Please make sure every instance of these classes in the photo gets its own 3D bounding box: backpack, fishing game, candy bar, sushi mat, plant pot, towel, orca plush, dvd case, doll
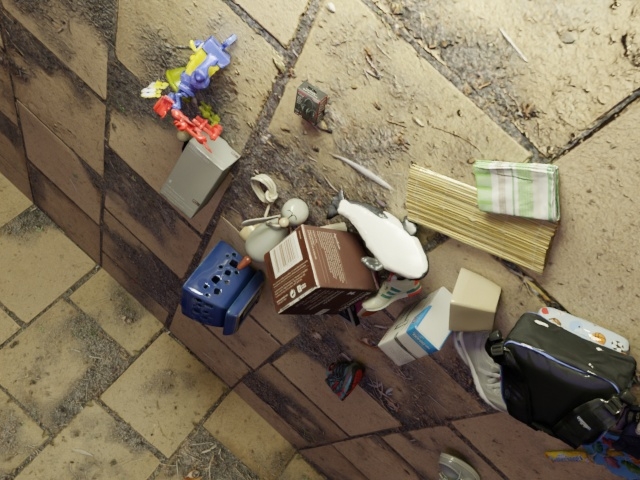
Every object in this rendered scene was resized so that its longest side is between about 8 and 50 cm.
[{"bbox_3d":[0.500,0.289,1.164,0.276,0.213,0.263,28,138,34],"label":"backpack"},{"bbox_3d":[0.725,0.533,1.361,0.264,0.041,0.189,50,150,-11],"label":"fishing game"},{"bbox_3d":[0.664,0.580,1.496,0.040,0.018,0.161,44,152,0],"label":"candy bar"},{"bbox_3d":[0.318,-0.045,1.145,0.316,0.019,0.151,26,144,26],"label":"sushi mat"},{"bbox_3d":[0.351,0.143,1.262,0.096,0.109,0.109,12,138,21],"label":"plant pot"},{"bbox_3d":[0.358,-0.090,1.026,0.152,0.023,0.113,10,127,38],"label":"towel"},{"bbox_3d":[-0.333,0.180,1.950,0.212,0.236,0.236,31,147,6],"label":"plant pot"},{"bbox_3d":[0.141,0.000,1.325,0.287,0.151,0.102,25,176,22],"label":"orca plush"},{"bbox_3d":[0.026,0.129,1.631,0.179,0.029,0.239,27,144,45],"label":"dvd case"},{"bbox_3d":[-0.364,-0.242,1.645,0.129,0.046,0.189,-11,120,45],"label":"doll"}]

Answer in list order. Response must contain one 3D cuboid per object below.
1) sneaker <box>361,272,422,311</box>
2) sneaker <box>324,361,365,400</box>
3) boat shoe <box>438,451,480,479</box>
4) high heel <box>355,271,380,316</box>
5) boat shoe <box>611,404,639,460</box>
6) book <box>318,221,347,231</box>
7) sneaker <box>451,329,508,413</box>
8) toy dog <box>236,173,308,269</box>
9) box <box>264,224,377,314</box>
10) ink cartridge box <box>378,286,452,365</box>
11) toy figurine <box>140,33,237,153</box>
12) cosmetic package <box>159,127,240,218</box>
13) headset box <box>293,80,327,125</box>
[{"bbox_3d":[0.172,0.118,1.401,0.057,0.161,0.075,-110,-1,-67],"label":"sneaker"},{"bbox_3d":[0.070,0.483,1.972,0.125,0.104,0.262,38,148,12],"label":"sneaker"},{"bbox_3d":[0.494,0.865,1.950,0.118,0.103,0.320,3,131,46],"label":"boat shoe"},{"bbox_3d":[0.122,0.130,1.550,0.244,0.082,0.117,77,174,-64],"label":"high heel"},{"bbox_3d":[0.702,0.371,1.105,0.158,0.127,0.341,21,143,19],"label":"boat shoe"},{"bbox_3d":[0.000,0.000,1.483,0.144,0.096,0.035,131,127,-60],"label":"book"},{"bbox_3d":[0.434,0.318,1.366,0.281,0.105,0.115,52,147,-13],"label":"sneaker"},{"bbox_3d":[-0.157,-0.006,1.587,0.220,0.161,0.334,33,147,15],"label":"toy dog"},{"bbox_3d":[-0.002,0.079,1.390,0.168,0.203,0.167,-37,58,39],"label":"box"},{"bbox_3d":[0.252,0.220,1.411,0.086,0.148,0.203,43,148,-1],"label":"ink cartridge box"},{"bbox_3d":[-0.249,-0.378,1.288,0.191,0.217,0.362,39,-165,-19],"label":"toy figurine"},{"bbox_3d":[-0.342,-0.187,1.576,0.127,0.107,0.238,40,134,-3],"label":"cosmetic package"},{"bbox_3d":[-0.021,-0.300,1.210,0.062,0.032,0.083,36,149,13],"label":"headset box"}]
